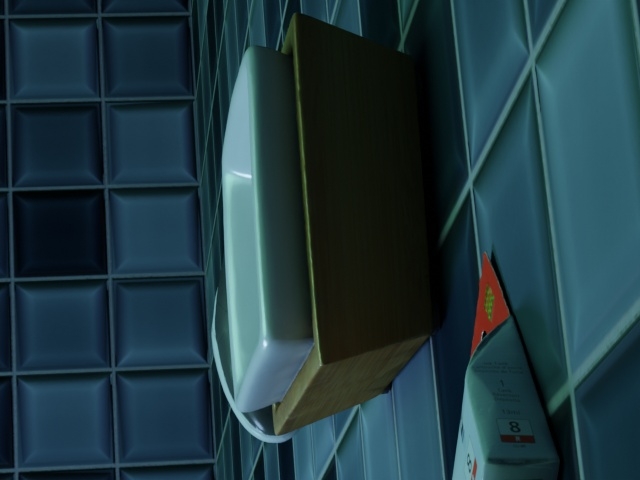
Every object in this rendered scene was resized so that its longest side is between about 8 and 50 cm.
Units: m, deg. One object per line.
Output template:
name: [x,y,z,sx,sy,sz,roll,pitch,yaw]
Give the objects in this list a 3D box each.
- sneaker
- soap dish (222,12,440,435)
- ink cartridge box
sneaker: [-0.045,0.031,1.727,0.147,0.104,0.296,104,167,-82]
soap dish: [0.000,0.000,1.328,0.291,0.118,0.229,116,151,-74]
ink cartridge box: [0.081,0.112,1.023,0.179,0.045,0.145,-106,17,-54]
